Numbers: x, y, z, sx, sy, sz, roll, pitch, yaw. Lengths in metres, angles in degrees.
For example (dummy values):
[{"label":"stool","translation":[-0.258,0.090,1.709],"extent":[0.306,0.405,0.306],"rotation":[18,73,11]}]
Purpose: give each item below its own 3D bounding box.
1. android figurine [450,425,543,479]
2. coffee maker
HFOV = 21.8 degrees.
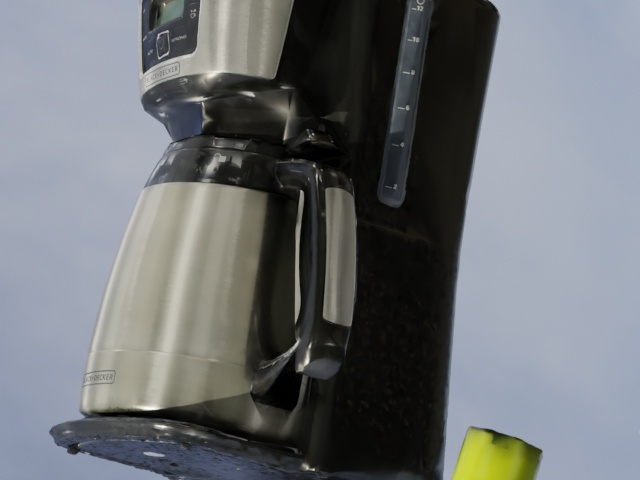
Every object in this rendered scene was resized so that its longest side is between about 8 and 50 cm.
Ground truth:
[{"label":"android figurine","translation":[0.025,0.223,0.858],"extent":[0.056,0.248,0.273],"rotation":[29,-103,-30]},{"label":"coffee maker","translation":[0.000,0.000,0.584],"extent":[0.171,0.120,0.178],"rotation":[29,-113,-53]}]
